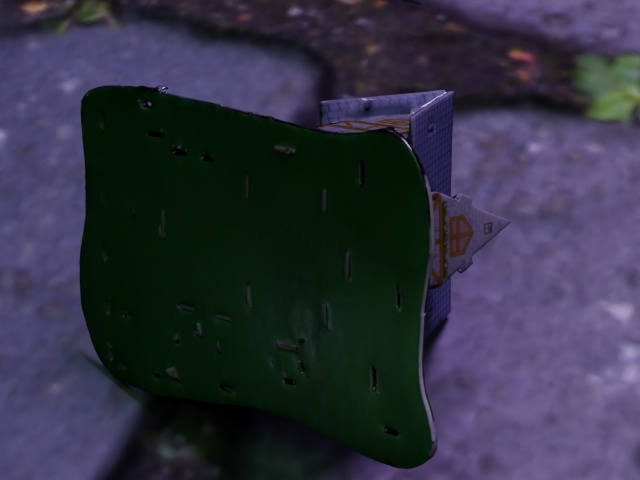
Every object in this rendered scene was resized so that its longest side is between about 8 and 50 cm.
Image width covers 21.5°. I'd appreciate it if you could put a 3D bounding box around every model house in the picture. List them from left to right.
[{"bbox_3d":[0.000,0.000,0.602,0.167,0.117,0.088,10,18,41],"label":"model house"}]
